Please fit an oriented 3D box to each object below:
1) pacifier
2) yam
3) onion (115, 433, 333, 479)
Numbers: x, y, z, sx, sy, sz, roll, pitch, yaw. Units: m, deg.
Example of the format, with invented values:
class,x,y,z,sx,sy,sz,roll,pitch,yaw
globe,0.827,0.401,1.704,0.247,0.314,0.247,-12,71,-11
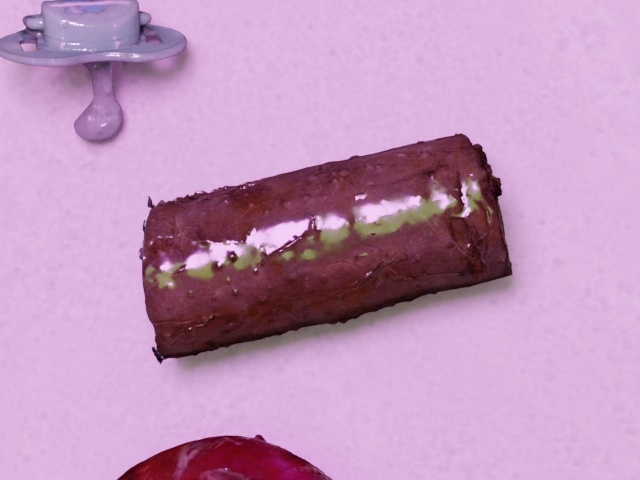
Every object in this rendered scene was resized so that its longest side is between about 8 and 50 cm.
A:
class,x,y,z,sx,sy,sz,roll,pitch,yaw
pacifier,-0.183,-0.138,1.195,0.150,0.127,0.116,-10,117,-22
yam,0.000,0.001,1.121,0.280,0.131,0.131,-14,77,3
onion,-0.076,0.257,1.044,0.246,0.190,0.246,-5,77,24
